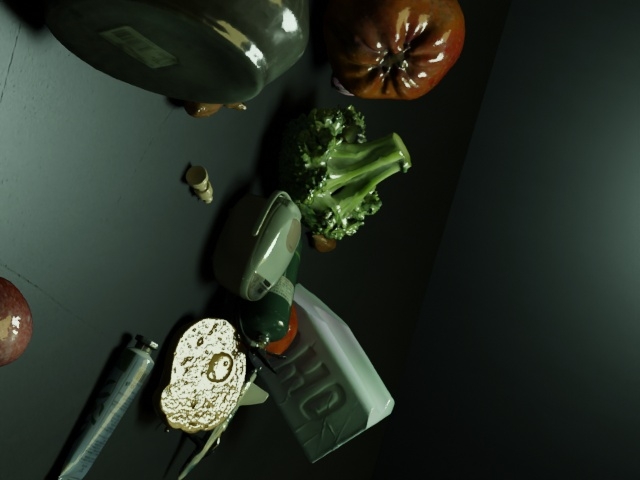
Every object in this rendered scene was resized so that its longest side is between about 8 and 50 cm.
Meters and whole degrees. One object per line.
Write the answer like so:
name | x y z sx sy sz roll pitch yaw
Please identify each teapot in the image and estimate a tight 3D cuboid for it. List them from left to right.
teapot | -0.155 -0.375 1.022 0.376 0.305 0.362 28 70 -43
teapot | -0.179 0.140 1.805 0.043 0.043 0.111 34 74 -72

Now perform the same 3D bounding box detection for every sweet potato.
sweet potato | -0.162 -0.220 1.479 0.214 0.050 0.050 -36 142 -71
sweet potato | 0.000 0.000 2.186 0.049 0.049 0.117 -70 159 -4

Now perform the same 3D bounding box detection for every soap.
soap | -0.016 0.269 2.028 0.208 0.347 0.115 -37 167 25

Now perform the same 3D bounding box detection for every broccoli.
broccoli | 0.027 -0.144 1.852 0.260 0.235 0.288 -50 172 17

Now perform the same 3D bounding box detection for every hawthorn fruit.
hawthorn fruit | -0.107 0.167 1.899 0.138 0.133 0.133 91 25 -49
hawthorn fruit | 0.138 -0.426 1.853 0.277 0.277 0.298 88 8 -48

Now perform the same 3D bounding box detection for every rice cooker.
rice cooker | -0.115 0.006 1.722 0.145 0.127 0.206 58 50 -69

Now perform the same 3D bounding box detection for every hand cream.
hand cream | -0.328 0.267 1.472 0.088 0.055 0.256 77 38 -72

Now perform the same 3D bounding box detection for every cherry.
cherry | -0.396 0.069 1.032 0.107 0.090 0.225 -52 140 -11

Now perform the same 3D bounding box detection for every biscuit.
biscuit | -0.215 0.239 1.695 0.181 0.049 0.208 21 76 -45

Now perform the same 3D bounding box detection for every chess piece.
chess piece | -0.192 -0.086 1.547 0.092 0.035 0.035 75 38 -67

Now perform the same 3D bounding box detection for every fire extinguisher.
fire extinguisher | -0.098 0.114 1.796 0.093 0.118 0.294 -45 -153 45

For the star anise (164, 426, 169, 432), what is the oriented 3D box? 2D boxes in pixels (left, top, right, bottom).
star anise | -0.230 0.277 1.763 0.191 0.070 0.097 -55 129 -37

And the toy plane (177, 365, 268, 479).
toy plane | -0.206 0.350 1.862 0.262 0.088 0.192 -44 176 -18

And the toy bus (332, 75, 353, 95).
toy bus | 0.091 -0.376 2.044 0.203 0.063 0.090 -45 149 -57
